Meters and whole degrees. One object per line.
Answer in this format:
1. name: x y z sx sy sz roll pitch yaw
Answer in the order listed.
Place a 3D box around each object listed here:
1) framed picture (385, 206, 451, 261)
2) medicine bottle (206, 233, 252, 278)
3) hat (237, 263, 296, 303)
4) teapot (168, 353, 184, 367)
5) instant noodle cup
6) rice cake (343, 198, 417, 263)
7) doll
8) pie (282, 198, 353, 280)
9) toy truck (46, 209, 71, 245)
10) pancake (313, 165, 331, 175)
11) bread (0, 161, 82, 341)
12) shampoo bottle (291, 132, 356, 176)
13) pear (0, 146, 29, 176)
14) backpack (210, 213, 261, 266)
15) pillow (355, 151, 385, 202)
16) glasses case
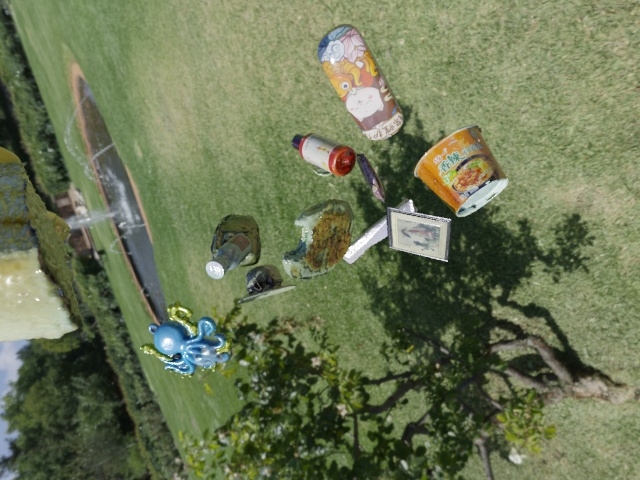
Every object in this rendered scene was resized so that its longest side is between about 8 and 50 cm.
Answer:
1. framed picture: 0.296 -0.015 1.243 0.194 0.010 0.200 14 144 24
2. medicine bottle: -0.325 0.056 1.451 0.090 0.217 0.091 6 115 14
3. hat: -0.240 0.170 1.720 0.257 0.256 0.130 -33 72 60
4. teapot: -0.569 0.461 1.717 0.108 0.148 0.111 -94 -13 -66
5. instant noodle cup: 0.421 -0.193 1.196 0.183 0.230 0.230 61 150 22
6. rice cake: 0.234 -0.034 1.646 0.070 0.064 0.399 45 121 -8
7. doll: -0.515 0.394 1.598 0.340 0.099 0.346 24 117 -5
8. pie: 0.005 -0.001 1.269 0.066 0.302 0.303 30 133 31
9. toy truck: -0.714 0.048 0.977 0.157 0.124 0.273 -17 49 55
10. pancake: 0.032 -0.334 1.812 0.116 0.129 0.023 35 157 28
11. bread: -0.578 0.032 0.668 0.395 0.263 0.240 36 135 48
12. shampoo bottle: -0.002 -0.315 1.431 0.278 0.104 0.105 34 135 43
13. pear: -1.147 -0.191 1.310 0.284 0.336 0.285 39 153 25
14. backpack: -0.350 0.003 1.709 0.140 0.206 0.254 96 172 -48
15. pillow: 0.174 -0.223 1.416 0.185 0.043 0.118 64 177 -16
16. glasses case: 0.112 -0.409 1.084 0.122 0.082 0.321 -25 124 23
